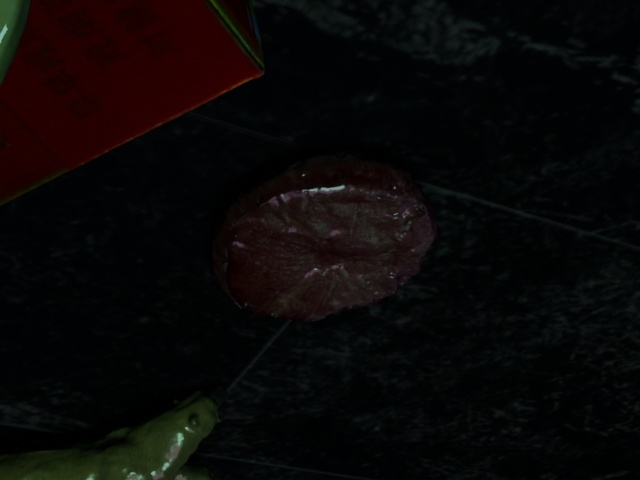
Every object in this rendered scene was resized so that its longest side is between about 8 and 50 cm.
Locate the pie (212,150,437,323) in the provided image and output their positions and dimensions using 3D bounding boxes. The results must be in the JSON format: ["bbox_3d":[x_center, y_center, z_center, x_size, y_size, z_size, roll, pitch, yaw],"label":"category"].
[{"bbox_3d":[0.000,0.000,0.850,0.154,0.036,0.154,-8,141,-7],"label":"pie"}]

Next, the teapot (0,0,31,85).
[{"bbox_3d":[-0.259,-0.134,0.416,0.239,0.321,0.239,-45,170,4],"label":"teapot"}]

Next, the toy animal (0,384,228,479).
[{"bbox_3d":[-0.167,0.178,0.991,0.218,0.103,0.101,-11,118,4],"label":"toy animal"}]

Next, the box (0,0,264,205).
[{"bbox_3d":[-0.211,-0.096,0.627,0.313,0.089,0.197,-25,141,13],"label":"box"}]
